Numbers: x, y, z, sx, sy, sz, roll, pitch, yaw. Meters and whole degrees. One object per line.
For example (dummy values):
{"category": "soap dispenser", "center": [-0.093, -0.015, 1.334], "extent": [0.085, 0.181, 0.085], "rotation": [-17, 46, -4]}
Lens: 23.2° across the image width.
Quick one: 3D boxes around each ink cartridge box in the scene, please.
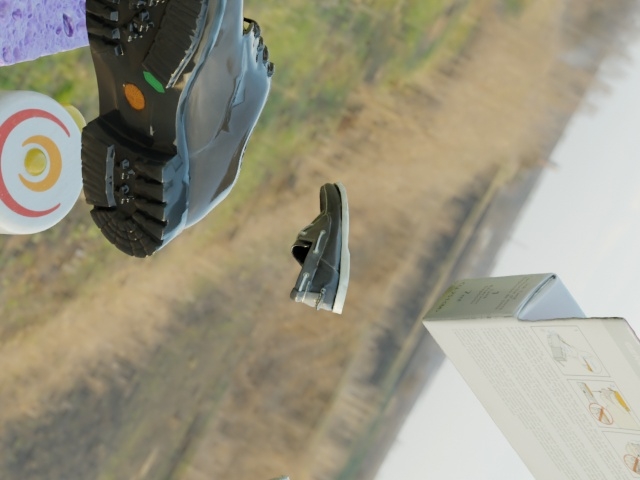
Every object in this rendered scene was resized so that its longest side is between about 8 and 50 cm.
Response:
{"category": "ink cartridge box", "center": [0.230, 0.144, 1.177], "extent": [0.060, 0.275, 0.239], "rotation": [-45, -161, -26]}

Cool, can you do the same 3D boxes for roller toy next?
{"category": "roller toy", "center": [-0.415, -0.104, 2.077], "extent": [0.209, 0.146, 0.191], "rotation": [13, 83, -47]}

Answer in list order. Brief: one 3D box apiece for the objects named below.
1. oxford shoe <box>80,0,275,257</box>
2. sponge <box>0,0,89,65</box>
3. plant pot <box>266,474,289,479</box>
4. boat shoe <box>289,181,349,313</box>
{"category": "oxford shoe", "center": [-0.068, -0.105, 0.819], "extent": [0.096, 0.083, 0.227], "rotation": [-30, 147, -41]}
{"category": "sponge", "center": [-0.169, -0.163, 0.889], "extent": [0.210, 0.031, 0.117], "rotation": [-25, 113, -49]}
{"category": "plant pot", "center": [-0.128, 0.350, 1.133], "extent": [0.248, 0.252, 0.247], "rotation": [-22, 179, 25]}
{"category": "boat shoe", "center": [0.000, 0.000, 2.106], "extent": [0.233, 0.079, 0.084], "rotation": [-86, -178, -47]}
